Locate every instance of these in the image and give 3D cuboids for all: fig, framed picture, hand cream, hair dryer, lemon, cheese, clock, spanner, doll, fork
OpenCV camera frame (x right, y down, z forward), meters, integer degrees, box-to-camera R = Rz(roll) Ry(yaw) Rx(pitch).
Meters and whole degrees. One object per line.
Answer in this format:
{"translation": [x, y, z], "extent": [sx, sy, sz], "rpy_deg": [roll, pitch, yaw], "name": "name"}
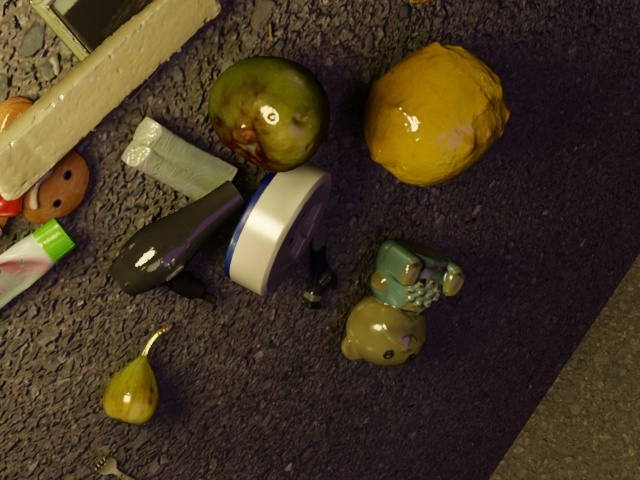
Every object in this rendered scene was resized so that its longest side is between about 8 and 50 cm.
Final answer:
{"translation": [-0.067, -0.191, 1.534], "extent": [0.191, 0.181, 0.181], "rpy_deg": [-54, 154, -50], "name": "fig"}
{"translation": [-0.218, -0.341, 1.363], "extent": [0.293, 0.018, 0.231], "rpy_deg": [-51, 146, -9], "name": "framed picture"}
{"translation": [-0.445, 0.075, 1.377], "extent": [0.275, 0.050, 0.079], "rpy_deg": [-39, 118, -5], "name": "hand cream"}
{"translation": [-0.200, 0.029, 1.643], "extent": [0.235, 0.091, 0.272], "rpy_deg": [-39, 157, -8], "name": "hair dryer"}
{"translation": [-0.288, 0.222, 1.689], "extent": [0.166, 0.093, 0.093], "rpy_deg": [-64, 151, -25], "name": "fig"}
{"translation": [0.195, -0.216, 1.793], "extent": [0.288, 0.233, 0.233], "rpy_deg": [-38, 142, -25], "name": "lemon"}
{"translation": [-0.273, -0.208, 1.330], "extent": [0.400, 0.034, 0.085], "rpy_deg": [-48, 145, -23], "name": "cheese"}
{"translation": [-0.065, -0.023, 1.684], "extent": [0.230, 0.083, 0.230], "rpy_deg": [-59, 172, -13], "name": "clock"}
{"translation": [0.000, 0.000, 1.912], "extent": [0.087, 0.024, 0.316], "rpy_deg": [-33, 138, -33], "name": "spanner"}
{"translation": [0.154, 0.135, 2.088], "extent": [0.177, 0.161, 0.261], "rpy_deg": [11, 107, -34], "name": "doll"}
{"translation": [-0.341, 0.414, 1.824], "extent": [0.034, 0.028, 0.219], "rpy_deg": [-57, 151, -13], "name": "fork"}

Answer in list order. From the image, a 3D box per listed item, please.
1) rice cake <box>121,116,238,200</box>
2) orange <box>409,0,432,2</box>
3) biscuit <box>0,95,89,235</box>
{"translation": [-0.206, -0.112, 1.542], "extent": [0.080, 0.042, 0.221], "rpy_deg": [-54, 149, 5], "name": "rice cake"}
{"translation": [0.174, -0.481, 1.614], "extent": [0.179, 0.158, 0.237], "rpy_deg": [-63, 148, -21], "name": "orange"}
{"translation": [-0.415, -0.086, 1.302], "extent": [0.324, 0.049, 0.205], "rpy_deg": [15, 104, -57], "name": "biscuit"}
